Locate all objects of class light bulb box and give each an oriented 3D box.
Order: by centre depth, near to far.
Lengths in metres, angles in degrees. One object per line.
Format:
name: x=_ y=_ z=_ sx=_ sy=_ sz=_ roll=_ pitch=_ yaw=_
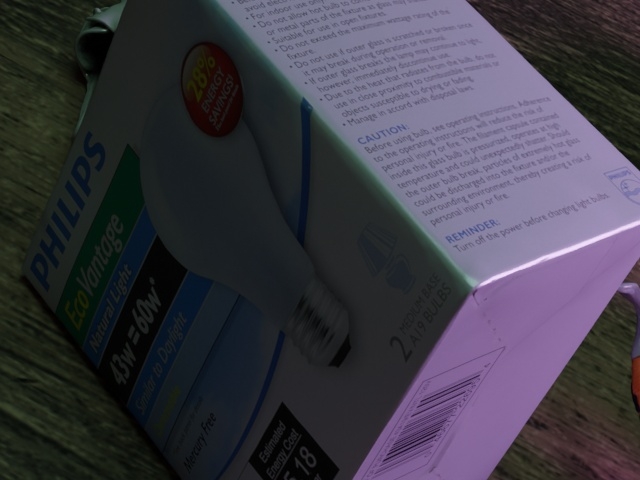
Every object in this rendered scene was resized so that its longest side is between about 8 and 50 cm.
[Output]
light bulb box: x=0.000 y=0.000 z=1.305 sx=0.225 sy=0.358 sz=0.361 roll=-17 pitch=56 yaw=-42

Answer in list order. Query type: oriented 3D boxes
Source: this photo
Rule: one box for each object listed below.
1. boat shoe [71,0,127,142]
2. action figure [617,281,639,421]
boat shoe: x=-0.182 y=-0.173 z=1.599 sx=0.088 sy=0.096 sz=0.267 roll=18 pitch=49 yaw=-18
action figure: x=0.378 y=0.194 z=1.375 sx=0.341 sy=0.330 sz=0.178 roll=-2 pitch=-2 yaw=22
